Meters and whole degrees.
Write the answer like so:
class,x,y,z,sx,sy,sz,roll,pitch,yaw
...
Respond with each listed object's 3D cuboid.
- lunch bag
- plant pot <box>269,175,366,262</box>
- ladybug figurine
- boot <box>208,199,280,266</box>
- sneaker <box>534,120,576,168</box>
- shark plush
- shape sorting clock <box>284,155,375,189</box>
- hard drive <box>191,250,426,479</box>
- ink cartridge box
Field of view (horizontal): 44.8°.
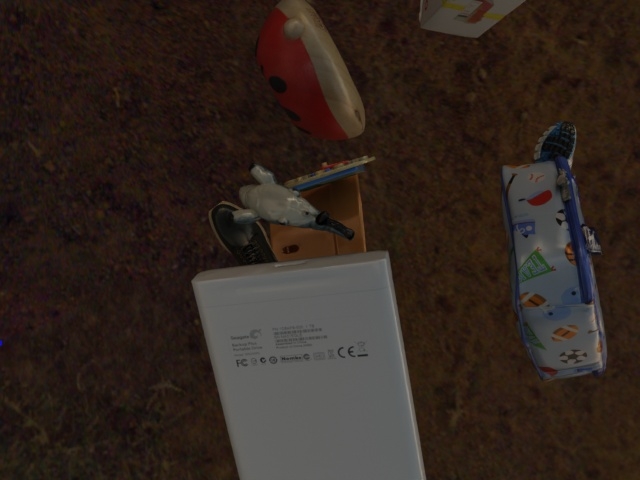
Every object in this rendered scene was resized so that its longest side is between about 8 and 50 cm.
class,x,y,z,sx,sy,sz,roll,pitch,yaw
lunch bag,0.322,0.036,1.080,0.115,0.243,0.303,-8,138,15
plant pot,0.000,0.000,1.756,0.204,0.291,0.290,-7,115,4
ladybug figurine,-0.028,-0.364,1.732,0.162,0.305,0.449,-28,160,5
boot,-0.112,0.022,1.304,0.077,0.137,0.198,-40,101,0
sneaker,0.452,-0.136,1.498,0.083,0.071,0.190,-6,116,-49
shark plush,-0.030,-0.043,0.915,0.067,0.161,0.073,26,74,-65
shape sorting clock,0.012,-0.138,1.577,0.206,0.206,0.040,-18,90,-15
hard drive,-0.005,0.194,0.951,0.233,0.047,0.352,-7,107,12
ink cartridge box,0.361,-0.640,1.690,0.161,0.385,0.279,8,85,-11
